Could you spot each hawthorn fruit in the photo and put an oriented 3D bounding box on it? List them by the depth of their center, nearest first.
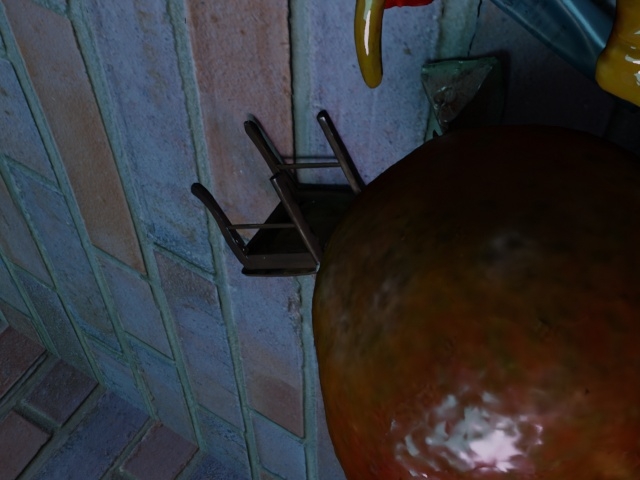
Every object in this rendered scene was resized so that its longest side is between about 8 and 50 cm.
[{"bbox_3d":[0.172,0.064,0.840,0.402,0.403,0.403,28,150,18],"label":"hawthorn fruit"}]

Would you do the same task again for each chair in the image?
[{"bbox_3d":[0.000,0.000,1.240,0.186,0.160,0.319,-1,133,42],"label":"chair"}]

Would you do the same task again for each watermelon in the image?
[{"bbox_3d":[0.141,-0.129,0.980,0.101,0.080,0.155,32,166,34],"label":"watermelon"}]

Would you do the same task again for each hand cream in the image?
[{"bbox_3d":[0.223,-0.191,0.821,0.224,0.048,0.083,41,155,5],"label":"hand cream"}]

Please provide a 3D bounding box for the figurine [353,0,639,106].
[{"bbox_3d":[0.174,-0.255,0.433,0.268,0.401,0.387,27,139,20],"label":"figurine"}]
